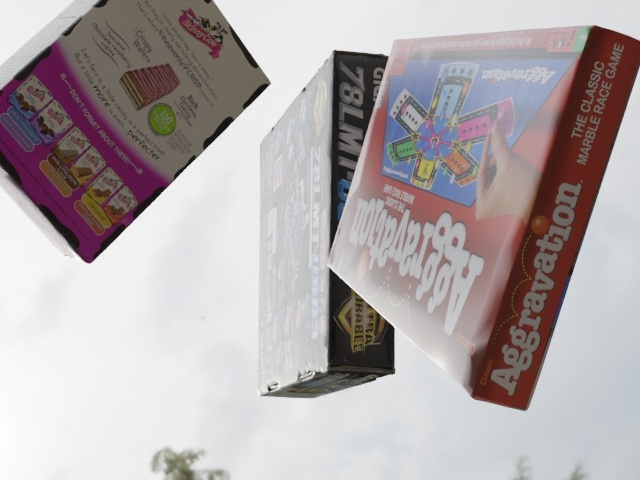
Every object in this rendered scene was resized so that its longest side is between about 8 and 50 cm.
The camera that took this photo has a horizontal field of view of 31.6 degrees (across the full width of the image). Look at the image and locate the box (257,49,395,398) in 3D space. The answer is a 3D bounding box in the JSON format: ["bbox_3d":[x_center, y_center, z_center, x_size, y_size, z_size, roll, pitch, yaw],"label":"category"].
[{"bbox_3d":[0.000,0.000,1.122,0.073,0.296,0.293,4,-13,-16],"label":"box"}]

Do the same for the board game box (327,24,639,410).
[{"bbox_3d":[0.061,-0.028,0.550,0.027,0.281,0.145,14,-84,-13],"label":"board game box"}]

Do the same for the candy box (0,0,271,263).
[{"bbox_3d":[-0.174,-0.119,0.956,0.233,0.071,0.159,-47,-59,-19],"label":"candy box"}]
